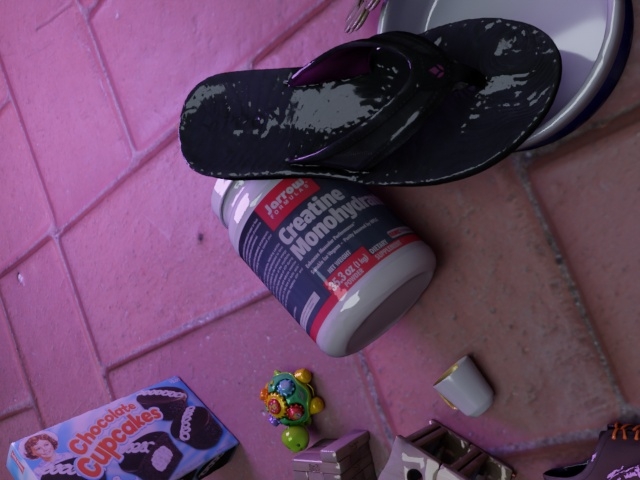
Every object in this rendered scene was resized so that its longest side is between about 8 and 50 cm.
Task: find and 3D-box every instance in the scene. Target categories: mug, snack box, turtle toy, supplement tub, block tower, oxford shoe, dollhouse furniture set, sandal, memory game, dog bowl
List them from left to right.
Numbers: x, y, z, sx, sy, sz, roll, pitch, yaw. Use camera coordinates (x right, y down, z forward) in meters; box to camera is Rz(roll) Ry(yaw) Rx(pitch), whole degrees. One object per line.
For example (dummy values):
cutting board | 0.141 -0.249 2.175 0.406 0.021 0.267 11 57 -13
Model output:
snack box | -0.314 0.353 0.997 0.187 0.322 0.060 38 119 25
turtle toy | -0.049 0.268 0.953 0.095 0.066 0.130 -30 79 35
supplement tub | 0.000 0.000 0.803 0.272 0.191 0.191 46 120 21
sandal | 0.022 -0.137 0.649 0.445 0.107 0.168 -5 84 23
block tower | 0.045 0.461 0.899 0.097 0.091 0.336 -11 90 35
memory game | 0.079 -0.333 0.728 0.012 0.186 0.186 26 119 -15
dollhouse furniture set | 0.142 0.352 0.769 0.129 0.129 0.184 26 99 30
mug | 0.190 0.194 0.786 0.062 0.078 0.064 -42 79 -2
dog bowl | 0.202 -0.230 0.679 0.264 0.104 0.265 6 100 35
oxford shoe | 0.355 0.235 0.644 0.271 0.097 0.098 -49 63 30
